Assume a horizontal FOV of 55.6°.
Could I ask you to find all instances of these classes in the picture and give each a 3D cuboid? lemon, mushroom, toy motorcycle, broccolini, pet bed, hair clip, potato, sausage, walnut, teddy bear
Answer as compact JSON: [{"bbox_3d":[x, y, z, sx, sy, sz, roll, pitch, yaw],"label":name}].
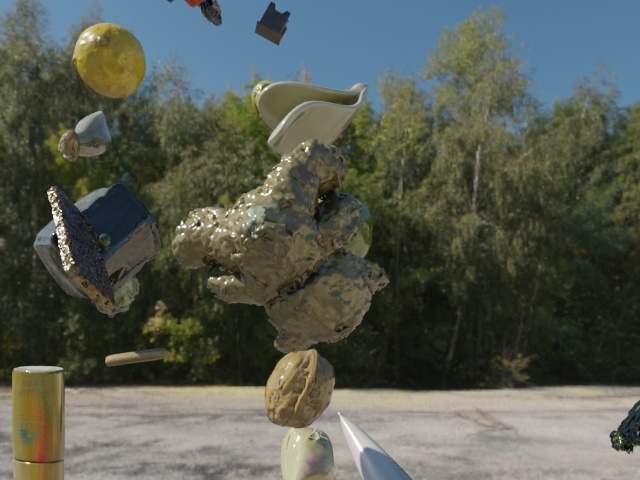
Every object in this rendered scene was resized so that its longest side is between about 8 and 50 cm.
[{"bbox_3d":[-0.701,-0.599,2.036,0.233,0.234,0.288,2,-17,-11],"label":"lemon"},{"bbox_3d":[-0.638,-0.271,1.641,0.093,0.116,0.225,9,30,9],"label":"mushroom"},{"bbox_3d":[-0.341,-0.665,1.517,0.089,0.171,0.298,-18,-23,18],"label":"toy motorcycle"},{"bbox_3d":[0.769,0.411,1.485,0.062,0.271,0.123,40,-37,1],"label":"broccolini"},{"bbox_3d":[-0.440,0.002,1.235,0.159,0.183,0.211,2,37,38],"label":"pet bed"},{"bbox_3d":[-0.011,-0.227,1.155,0.172,0.113,0.282,-45,-25,28],"label":"hair clip"},{"bbox_3d":[0.000,0.002,1.551,0.304,0.216,0.216,-38,-29,30],"label":"potato"},{"bbox_3d":[-0.377,0.239,1.249,0.132,0.024,0.024,-9,-10,7],"label":"sausage"},{"bbox_3d":[-0.060,0.435,1.784,0.198,0.245,0.198,22,-5,2],"label":"walnut"},{"bbox_3d":[-0.030,0.031,0.820,0.267,0.256,0.156,-34,30,5],"label":"teddy bear"}]

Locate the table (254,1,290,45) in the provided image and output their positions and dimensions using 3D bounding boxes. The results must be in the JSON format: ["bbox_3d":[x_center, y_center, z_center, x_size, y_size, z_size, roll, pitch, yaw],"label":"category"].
[{"bbox_3d":[-0.142,-0.662,1.851,0.083,0.082,0.070,28,-13,-6],"label":"table"}]

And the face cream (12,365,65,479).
[{"bbox_3d":[-0.664,0.444,1.431,0.139,0.285,0.067,-2,-2,18],"label":"face cream"}]

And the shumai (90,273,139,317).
[{"bbox_3d":[-0.644,0.142,1.821,0.184,0.184,0.142,-9,14,43],"label":"shumai"}]

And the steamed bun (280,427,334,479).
[{"bbox_3d":[-0.032,0.716,1.984,0.170,0.239,0.153,21,-61,-23],"label":"steamed bun"}]

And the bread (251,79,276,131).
[{"bbox_3d":[-0.067,-0.291,1.434,0.213,0.105,0.213,27,18,-10],"label":"bread"}]

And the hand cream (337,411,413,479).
[{"bbox_3d":[0.144,0.541,1.362,0.118,0.185,0.358,-37,29,-7],"label":"hand cream"}]

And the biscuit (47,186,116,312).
[{"bbox_3d":[-0.403,0.011,1.026,0.025,0.231,0.131,-30,-40,-4],"label":"biscuit"}]
